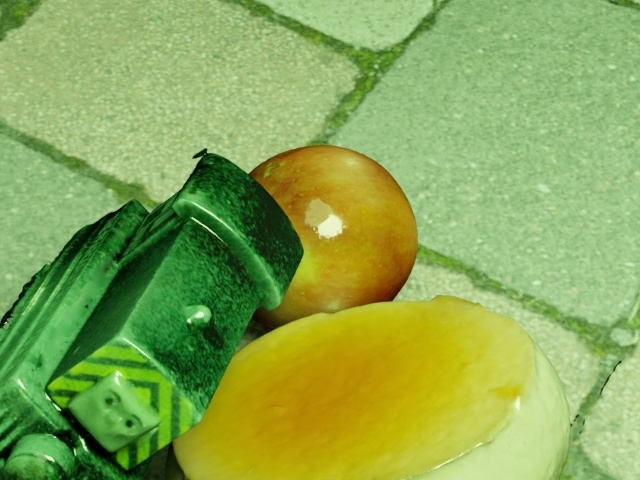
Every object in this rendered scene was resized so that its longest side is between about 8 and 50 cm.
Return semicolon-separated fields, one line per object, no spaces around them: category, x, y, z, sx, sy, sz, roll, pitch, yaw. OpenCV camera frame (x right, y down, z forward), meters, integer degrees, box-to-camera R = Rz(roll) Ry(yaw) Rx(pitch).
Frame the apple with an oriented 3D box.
apple;0.000;0.000;1.510;0.139;0.163;0.163;-1;45;-33

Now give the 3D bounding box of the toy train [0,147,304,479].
toy train;-0.131;0.064;1.334;0.138;0.178;0.330;48;27;-14

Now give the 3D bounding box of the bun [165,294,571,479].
bun;0.040;0.172;1.349;0.299;0.165;0.299;-12;27;6
